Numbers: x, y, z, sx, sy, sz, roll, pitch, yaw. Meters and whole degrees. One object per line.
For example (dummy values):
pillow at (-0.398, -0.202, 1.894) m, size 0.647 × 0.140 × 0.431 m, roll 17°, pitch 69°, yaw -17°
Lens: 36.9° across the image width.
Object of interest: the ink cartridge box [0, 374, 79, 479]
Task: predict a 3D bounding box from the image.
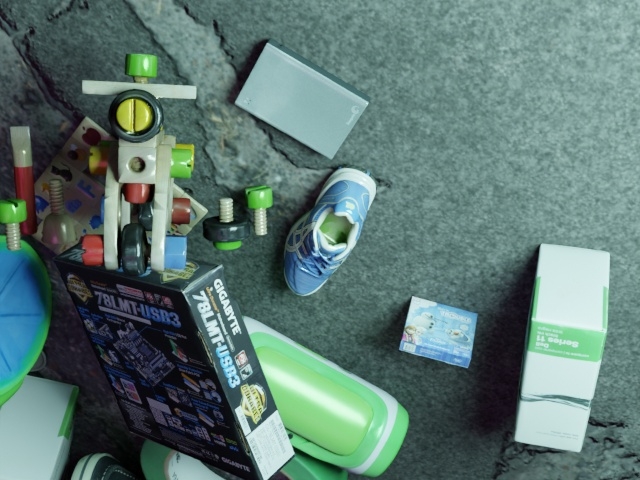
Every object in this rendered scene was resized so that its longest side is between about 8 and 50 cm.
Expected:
ink cartridge box at (-0.482, 0.387, 1.561) m, size 0.117 × 0.201 × 0.278 m, roll 13°, pitch 130°, yaw -7°

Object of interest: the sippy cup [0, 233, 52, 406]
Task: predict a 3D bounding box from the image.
sippy cup at (-0.545, 0.094, 1.361) m, size 0.224 × 0.240 × 0.305 m, roll 8°, pitch 86°, yaw 24°

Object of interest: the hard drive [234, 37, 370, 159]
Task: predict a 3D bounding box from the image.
hard drive at (-0.021, -0.164, 1.120) m, size 0.135 × 0.022 × 0.094 m, roll 29°, pitch 129°, yaw -7°

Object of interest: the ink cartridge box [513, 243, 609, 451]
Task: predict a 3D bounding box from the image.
ink cartridge box at (0.293, 0.132, 1.172) m, size 0.087 × 0.153 × 0.208 m, roll 8°, pitch 127°, yaw 12°

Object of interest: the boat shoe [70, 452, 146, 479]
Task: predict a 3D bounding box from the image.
boat shoe at (-0.257, 0.526, 1.630) m, size 0.156 × 0.186 × 0.500 m, roll -14°, pitch 127°, yaw 20°

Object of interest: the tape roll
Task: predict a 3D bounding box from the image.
tape roll at (-0.120, 0.362, 1.503) m, size 0.321 × 0.077 × 0.321 m, roll 11°, pitch 133°, yaw 12°

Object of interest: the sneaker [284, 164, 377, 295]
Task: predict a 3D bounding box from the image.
sneaker at (0.000, 0.000, 1.203) m, size 0.080 × 0.081 × 0.211 m, roll 23°, pitch 131°, yaw -4°

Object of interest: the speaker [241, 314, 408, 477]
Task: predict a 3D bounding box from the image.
speaker at (-0.028, 0.219, 1.353) m, size 0.297 × 0.131 × 0.131 m, roll 30°, pitch 129°, yaw -7°

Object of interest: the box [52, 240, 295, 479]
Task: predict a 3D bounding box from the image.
box at (-0.193, 0.149, 1.234) m, size 0.296 × 0.073 × 0.293 m, roll 8°, pitch 124°, yaw 44°

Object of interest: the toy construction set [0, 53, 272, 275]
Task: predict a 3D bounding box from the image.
toy construction set at (-0.245, -0.105, 1.133) m, size 0.309 × 0.257 × 0.237 m, roll 5°, pitch 106°, yaw 18°

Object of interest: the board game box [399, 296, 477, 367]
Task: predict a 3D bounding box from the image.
board game box at (0.154, 0.117, 1.242) m, size 0.090 × 0.090 × 0.020 m, roll 14°, pitch 127°, yaw 5°

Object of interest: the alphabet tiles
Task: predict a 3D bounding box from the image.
alphabet tiles at (-0.295, -0.036, 1.310) m, size 0.198 × 0.009 × 0.237 m, roll 38°, pitch 128°, yaw -14°

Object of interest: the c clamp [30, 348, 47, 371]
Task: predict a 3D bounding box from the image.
c clamp at (-0.507, 0.166, 1.520) m, size 0.137 × 0.022 × 0.160 m, roll -2°, pitch 127°, yaw 18°
